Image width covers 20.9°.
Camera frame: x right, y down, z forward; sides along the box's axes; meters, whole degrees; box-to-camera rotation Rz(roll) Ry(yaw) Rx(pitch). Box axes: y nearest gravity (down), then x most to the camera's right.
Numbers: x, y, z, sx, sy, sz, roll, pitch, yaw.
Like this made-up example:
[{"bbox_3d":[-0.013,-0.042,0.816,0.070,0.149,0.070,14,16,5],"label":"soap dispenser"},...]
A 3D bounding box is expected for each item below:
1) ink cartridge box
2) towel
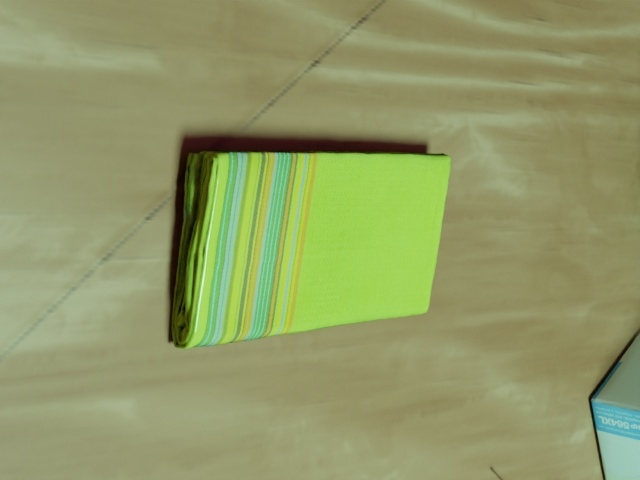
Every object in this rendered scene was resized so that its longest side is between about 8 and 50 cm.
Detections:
[{"bbox_3d":[0.273,0.159,1.322,0.092,0.090,0.143,-45,133,-41],"label":"ink cartridge box"},{"bbox_3d":[0.000,0.000,0.955,0.237,0.021,0.102,-4,106,-56],"label":"towel"}]
